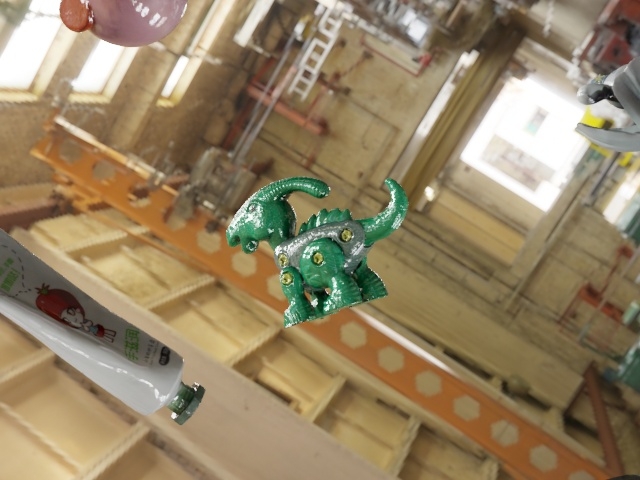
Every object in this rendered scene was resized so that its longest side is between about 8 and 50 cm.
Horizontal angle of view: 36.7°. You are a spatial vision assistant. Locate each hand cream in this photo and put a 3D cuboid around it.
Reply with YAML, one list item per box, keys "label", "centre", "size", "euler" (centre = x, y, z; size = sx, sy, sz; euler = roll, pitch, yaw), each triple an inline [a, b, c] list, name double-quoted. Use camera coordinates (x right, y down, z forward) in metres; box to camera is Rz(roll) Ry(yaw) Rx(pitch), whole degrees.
- label: "hand cream"
  centre: [-0.269, 0.085, 1.042]
  size: [0.336, 0.076, 0.121]
  euler: [39, -158, -15]

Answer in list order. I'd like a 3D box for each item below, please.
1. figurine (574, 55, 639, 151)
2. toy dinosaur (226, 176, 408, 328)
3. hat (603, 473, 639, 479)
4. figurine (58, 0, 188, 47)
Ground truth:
- label: "figurine"
  centre: [0.244, -0.112, 0.770]
  size: [0.094, 0.082, 0.086]
  euler: [-4, -171, -22]
- label: "toy dinosaur"
  centre: [0.000, 0.000, 0.619]
  size: [0.059, 0.132, 0.096]
  euler: [-8, -104, -62]
- label: "hat"
  centre: [0.245, 0.390, 1.243]
  size: [0.366, 0.381, 0.257]
  euler: [57, 179, -28]
- label: "figurine"
  centre: [-0.276, -0.368, 1.426]
  size: [0.173, 0.173, 0.173]
  euler: [29, -168, -7]
